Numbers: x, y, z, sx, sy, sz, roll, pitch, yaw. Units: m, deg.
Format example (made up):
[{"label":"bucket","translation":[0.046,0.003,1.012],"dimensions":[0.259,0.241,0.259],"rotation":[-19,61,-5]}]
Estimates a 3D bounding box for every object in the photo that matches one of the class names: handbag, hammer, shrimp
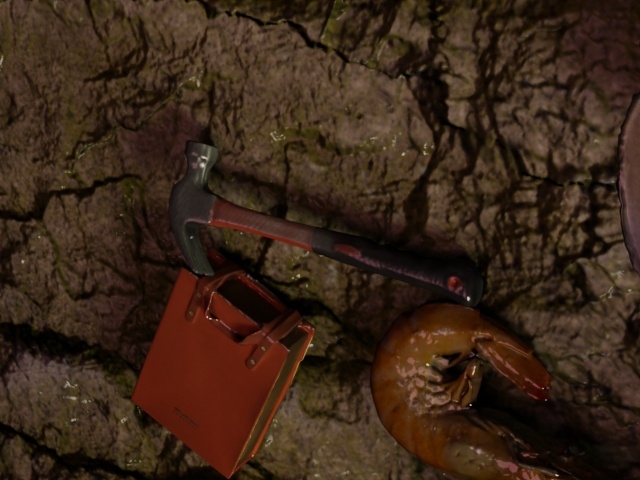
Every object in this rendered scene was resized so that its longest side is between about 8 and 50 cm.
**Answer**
[{"label":"handbag","translation":[-0.091,0.112,1.429],"dimensions":[0.127,0.063,0.190],"rotation":[38,131,14]},{"label":"hammer","translation":[0.000,0.000,1.314],"dimensions":[0.288,0.033,0.111],"rotation":[15,93,23]},{"label":"shrimp","translation":[0.143,0.141,1.282],"dimensions":[0.249,0.068,0.150],"rotation":[30,121,26]}]

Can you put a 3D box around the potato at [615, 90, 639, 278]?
[{"label":"potato","translation":[0.340,-0.034,0.987],"dimensions":[0.300,0.196,0.246],"rotation":[164,99,-68]}]
